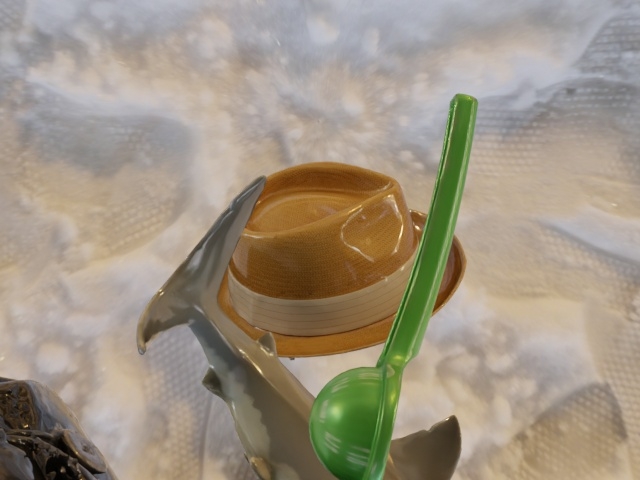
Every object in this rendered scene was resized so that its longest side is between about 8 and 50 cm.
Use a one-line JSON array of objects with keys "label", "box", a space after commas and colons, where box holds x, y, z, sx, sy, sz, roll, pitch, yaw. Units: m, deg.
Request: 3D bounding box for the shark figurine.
[{"label": "shark figurine", "box": [0.013, 0.105, 0.551, 0.116, 0.166, 0.278, -30, 92, -3]}]

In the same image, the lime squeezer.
[{"label": "lime squeezer", "box": [-0.016, 0.078, 0.428, 0.310, 0.059, 0.110, -42, 70, -9]}]

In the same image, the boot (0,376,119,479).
[{"label": "boot", "box": [-0.084, 0.274, 0.666, 0.445, 0.367, 0.146, 32, 77, 39]}]

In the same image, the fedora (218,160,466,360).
[{"label": "fedora", "box": [0.000, 0.000, 0.718, 0.194, 0.194, 0.079, -8, 123, 1]}]
